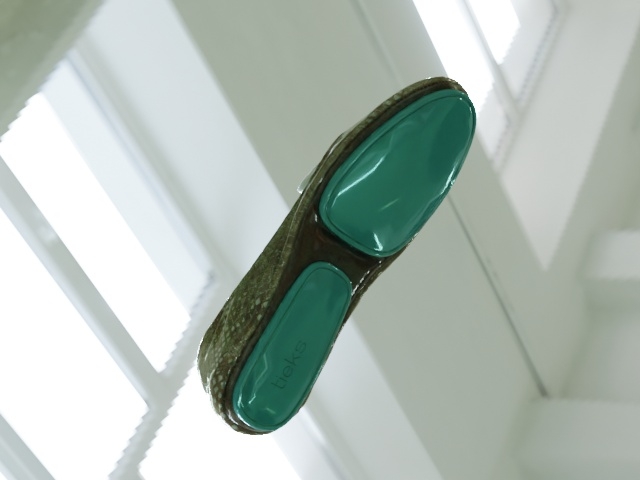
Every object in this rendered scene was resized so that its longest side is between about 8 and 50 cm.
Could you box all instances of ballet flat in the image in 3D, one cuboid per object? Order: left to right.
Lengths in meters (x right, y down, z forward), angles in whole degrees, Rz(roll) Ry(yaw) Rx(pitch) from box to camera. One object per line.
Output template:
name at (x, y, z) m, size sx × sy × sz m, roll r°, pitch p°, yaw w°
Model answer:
ballet flat at (0.000, 0.000, 0.806) m, size 0.206 × 0.073 × 0.067 m, roll -54°, pitch -147°, yaw -7°
